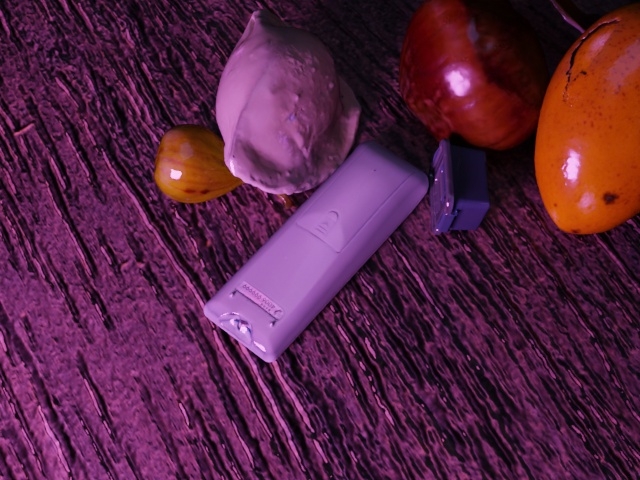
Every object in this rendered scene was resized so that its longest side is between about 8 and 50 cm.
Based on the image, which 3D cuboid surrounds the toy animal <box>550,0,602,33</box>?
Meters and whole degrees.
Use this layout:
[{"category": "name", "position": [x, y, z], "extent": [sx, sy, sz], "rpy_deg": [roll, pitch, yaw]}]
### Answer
[{"category": "toy animal", "position": [0.253, -0.386, 1.286], "extent": [0.302, 0.225, 0.284], "rpy_deg": [-3, 28, -22]}]

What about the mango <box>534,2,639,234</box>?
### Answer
[{"category": "mango", "position": [0.338, -0.140, 1.175], "extent": [0.290, 0.191, 0.160], "rpy_deg": [-55, 23, -1]}]

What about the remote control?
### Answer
[{"category": "remote control", "position": [0.000, 0.001, 1.195], "extent": [0.103, 0.051, 0.293], "rpy_deg": [34, 67, 20]}]

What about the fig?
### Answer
[{"category": "fig", "position": [-0.118, -0.073, 1.251], "extent": [0.166, 0.093, 0.093], "rpy_deg": [24, 55, -26]}]

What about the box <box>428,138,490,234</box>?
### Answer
[{"category": "box", "position": [0.158, -0.059, 1.212], "extent": [0.054, 0.074, 0.099], "rpy_deg": [4, 58, -6]}]

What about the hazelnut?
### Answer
[{"category": "hazelnut", "position": [0.176, -0.196, 1.244], "extent": [0.178, 0.178, 0.204], "rpy_deg": [-31, 89, -15]}]

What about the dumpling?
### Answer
[{"category": "dumpling", "position": [-0.032, -0.154, 1.252], "extent": [0.179, 0.131, 0.252], "rpy_deg": [33, 46, -29]}]
